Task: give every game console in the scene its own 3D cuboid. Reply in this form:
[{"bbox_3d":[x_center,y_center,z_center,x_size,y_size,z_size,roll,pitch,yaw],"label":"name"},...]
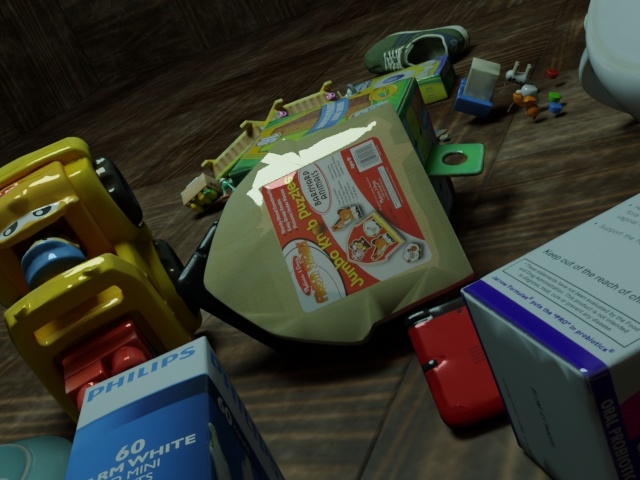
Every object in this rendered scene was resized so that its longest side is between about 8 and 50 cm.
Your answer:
[{"bbox_3d":[-0.048,0.038,0.672,0.107,0.122,0.071,-60,-4,-24],"label":"game console"},{"bbox_3d":[0.137,0.063,0.527,0.144,0.085,0.124,-23,53,5],"label":"game console"}]

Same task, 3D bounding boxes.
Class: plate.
[{"bbox_3d":[-0.278,0.209,0.604,0.188,0.024,0.188,-21,21,8],"label":"plate"}]

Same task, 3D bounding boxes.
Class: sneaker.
[{"bbox_3d":[0.148,-0.314,1.313,0.192,0.064,0.086,-7,23,31],"label":"sneaker"}]

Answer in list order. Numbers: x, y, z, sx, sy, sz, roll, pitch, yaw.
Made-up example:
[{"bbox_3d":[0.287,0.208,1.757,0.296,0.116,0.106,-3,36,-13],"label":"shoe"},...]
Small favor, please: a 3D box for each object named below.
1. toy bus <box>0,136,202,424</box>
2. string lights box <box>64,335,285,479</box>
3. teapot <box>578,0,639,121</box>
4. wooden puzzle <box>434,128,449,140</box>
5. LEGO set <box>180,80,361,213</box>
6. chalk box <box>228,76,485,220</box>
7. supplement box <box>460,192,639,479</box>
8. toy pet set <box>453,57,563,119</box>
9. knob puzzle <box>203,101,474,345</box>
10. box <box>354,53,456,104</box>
[{"bbox_3d":[-0.183,0.055,0.615,0.149,0.220,0.211,-30,28,-5],"label":"toy bus"},{"bbox_3d":[-0.051,0.163,0.326,0.076,0.133,0.260,-25,22,0],"label":"string lights box"},{"bbox_3d":[0.350,-0.166,0.621,0.252,0.187,0.256,-45,33,21],"label":"teapot"},{"bbox_3d":[0.125,-0.124,0.977,0.049,0.006,0.083,-38,25,-32],"label":"wooden puzzle"},{"bbox_3d":[-0.048,-0.106,1.043,0.287,0.107,0.132,-32,-12,-8],"label":"LEGO set"},{"bbox_3d":[0.048,-0.062,0.745,0.213,0.132,0.132,-15,24,22],"label":"chalk box"},{"bbox_3d":[0.203,0.035,0.388,0.220,0.111,0.114,-28,22,-9],"label":"supplement box"},{"bbox_3d":[0.222,-0.167,0.939,0.114,0.065,0.122,17,34,5],"label":"toy pet set"},{"bbox_3d":[0.000,0.000,0.620,0.213,0.030,0.213,-6,64,13],"label":"knob puzzle"},{"bbox_3d":[0.108,-0.222,1.177,0.179,0.043,0.105,-16,23,24],"label":"box"}]
